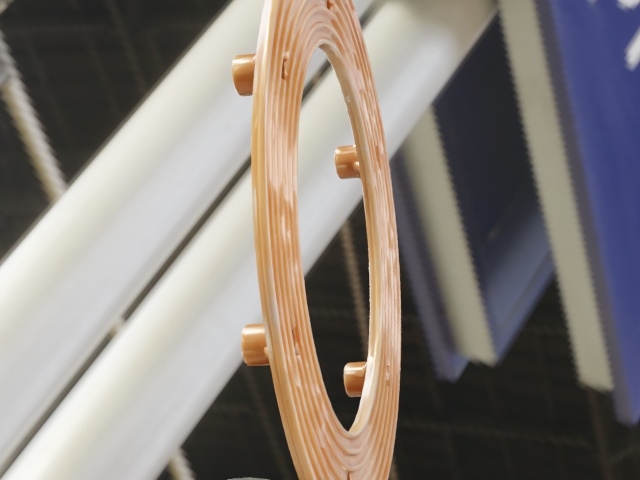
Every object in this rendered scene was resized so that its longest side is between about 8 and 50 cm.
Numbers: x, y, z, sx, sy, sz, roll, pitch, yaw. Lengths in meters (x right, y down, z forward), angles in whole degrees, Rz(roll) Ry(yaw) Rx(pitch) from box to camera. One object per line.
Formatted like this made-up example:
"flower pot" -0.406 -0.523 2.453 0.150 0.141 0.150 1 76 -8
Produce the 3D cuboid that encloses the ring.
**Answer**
"ring" 0.000 0.000 1.038 0.032 0.336 0.336 -5 -47 13

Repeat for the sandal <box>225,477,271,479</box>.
"sandal" -0.098 0.346 1.129 0.167 0.445 0.107 29 9 40
